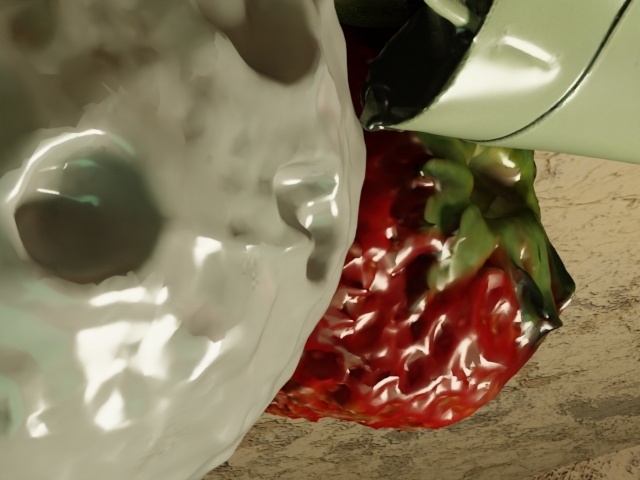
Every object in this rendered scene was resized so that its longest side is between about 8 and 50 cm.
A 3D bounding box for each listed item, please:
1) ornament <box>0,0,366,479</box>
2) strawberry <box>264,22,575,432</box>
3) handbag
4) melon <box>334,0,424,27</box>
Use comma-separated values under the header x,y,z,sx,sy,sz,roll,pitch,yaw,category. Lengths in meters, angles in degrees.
x,y,z,sx,sy,sz,roll,pitch,yaw,category
-0.140,-0.032,0.462,0.337,0.337,0.337,-11,156,-5,ornament
0.000,0.000,0.729,0.277,0.257,0.257,-21,156,37,strawberry
0.131,-0.146,0.579,0.315,0.109,0.241,8,123,-45,handbag
0.021,-0.154,0.580,0.099,0.099,0.162,-31,152,34,melon
